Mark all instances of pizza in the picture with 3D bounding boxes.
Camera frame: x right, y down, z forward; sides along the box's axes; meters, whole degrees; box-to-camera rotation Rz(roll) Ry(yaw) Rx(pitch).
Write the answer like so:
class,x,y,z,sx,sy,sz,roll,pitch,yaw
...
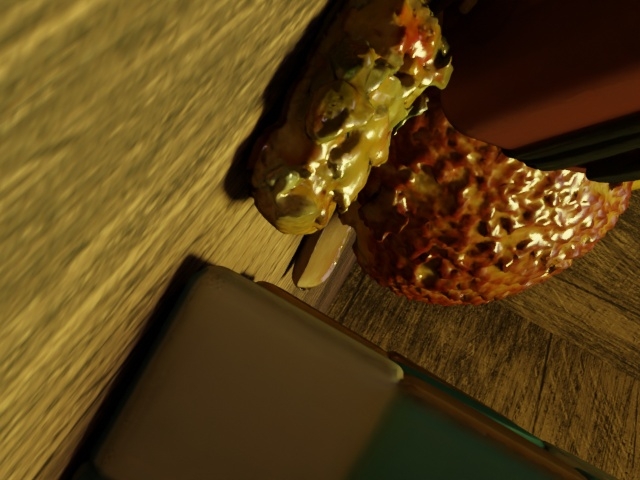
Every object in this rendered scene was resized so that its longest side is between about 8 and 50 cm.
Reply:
class,x,y,z,sx,sy,sz,roll,pitch,yaw
pizza,0.034,-0.092,0.539,0.226,0.069,0.147,-60,174,-16

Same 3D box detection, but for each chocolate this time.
class,x,y,z,sx,sy,sz,roll,pitch,yaw
chocolate,0.000,0.000,1.039,0.064,0.031,0.101,-16,134,-59

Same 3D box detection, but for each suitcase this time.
class,x,y,z,sx,sy,sz,roll,pitch,yaw
suitcase,0.197,-0.162,0.522,0.297,0.161,0.236,-14,-113,62

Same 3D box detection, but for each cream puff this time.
class,x,y,z,sx,sy,sz,roll,pitch,yaw
cream puff,0.165,-0.080,0.908,0.350,0.228,0.350,-43,165,-15

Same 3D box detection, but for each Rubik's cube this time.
class,x,y,z,sx,sy,sz,roll,pitch,yaw
Rubik's cube,0.011,0.245,0.624,0.347,0.346,0.344,-61,175,-4

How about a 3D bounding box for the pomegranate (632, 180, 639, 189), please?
class,x,y,z,sx,sy,sz,roll,pitch,yaw
pomegranate,0.343,-0.234,1.171,0.417,0.416,0.416,-61,176,-7
